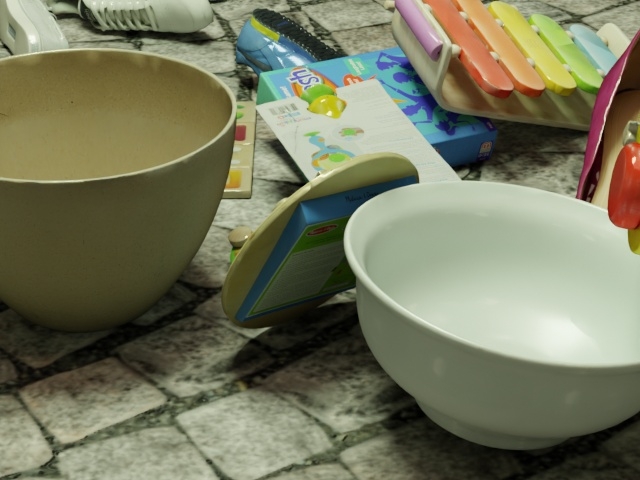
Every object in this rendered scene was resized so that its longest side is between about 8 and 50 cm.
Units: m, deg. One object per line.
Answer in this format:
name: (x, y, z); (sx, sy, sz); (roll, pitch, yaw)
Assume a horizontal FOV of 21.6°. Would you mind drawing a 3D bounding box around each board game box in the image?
board game box: (0.059, -0.133, 1.791); (0.210, 0.047, 0.160); (-14, 49, -23)

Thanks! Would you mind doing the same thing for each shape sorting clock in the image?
shape sorting clock: (0.000, 0.000, 1.438); (0.206, 0.206, 0.040); (-21, 63, -34)

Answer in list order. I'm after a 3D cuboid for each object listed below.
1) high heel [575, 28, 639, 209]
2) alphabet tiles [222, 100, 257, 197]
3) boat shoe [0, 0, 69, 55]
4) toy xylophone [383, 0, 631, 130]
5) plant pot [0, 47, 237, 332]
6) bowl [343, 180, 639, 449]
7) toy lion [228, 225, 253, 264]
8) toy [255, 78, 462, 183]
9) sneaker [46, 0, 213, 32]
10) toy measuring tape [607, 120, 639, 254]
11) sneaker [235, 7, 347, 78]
high heel: (0.292, -0.065, 1.569); (0.127, 0.181, 0.377); (3, 29, 6)
alphabet tiles: (-0.214, -0.100, 1.812); (0.285, 0.011, 0.342); (0, 29, 0)
boat shoe: (-0.356, -0.270, 2.071); (0.063, 0.066, 0.184); (-2, 26, -26)
toy xylophone: (0.200, -0.213, 1.834); (0.322, 0.081, 0.236); (-2, 43, -40)
plant pot: (-0.216, -0.031, 1.498); (0.284, 0.191, 0.284); (1, 28, 0)
bowl: (0.155, 0.074, 1.346); (0.297, 0.134, 0.298); (7, 27, -4)
toy lion: (-0.036, 0.016, 1.556); (0.100, 0.034, 0.096); (-15, 34, 10)
toy: (0.040, -0.071, 1.647); (0.137, 0.056, 0.237); (-14, 42, -18)
sneaker: (-0.237, -0.295, 2.111); (0.235, 0.090, 0.095); (17, 45, 35)
toy measuring tape: (0.286, -0.039, 1.390); (0.121, 0.121, 0.330); (0, 5, 0)
sneaker: (-0.012, -0.181, 1.920); (0.209, 0.082, 0.069); (37, 28, 22)
